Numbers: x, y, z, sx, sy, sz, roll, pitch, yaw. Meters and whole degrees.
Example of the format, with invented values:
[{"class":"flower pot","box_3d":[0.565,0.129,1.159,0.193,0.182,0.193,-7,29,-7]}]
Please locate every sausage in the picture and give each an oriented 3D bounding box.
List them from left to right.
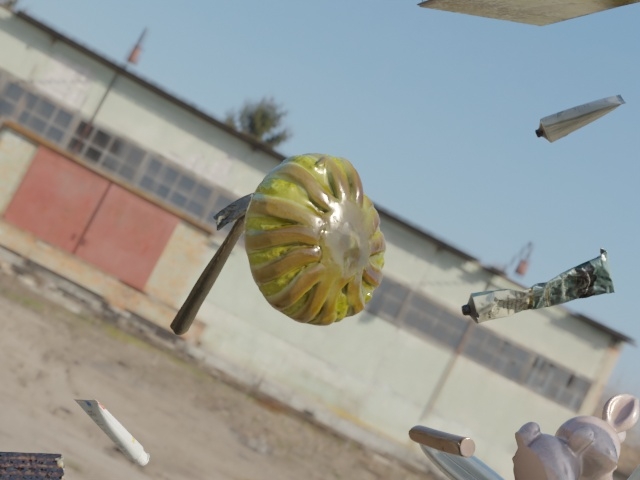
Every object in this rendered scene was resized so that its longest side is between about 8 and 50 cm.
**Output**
[{"class":"sausage","box_3d":[0.147,0.245,1.504,0.026,0.026,0.116,30,-13,-27]}]

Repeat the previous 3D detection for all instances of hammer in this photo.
[{"class":"hammer","box_3d":[-0.151,0.037,1.801,0.125,0.297,0.027,-17,59,-46]}]

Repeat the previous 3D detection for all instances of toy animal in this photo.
[{"class":"toy animal","box_3d":[0.368,0.285,1.663,0.212,0.124,0.124,-19,16,-23]}]

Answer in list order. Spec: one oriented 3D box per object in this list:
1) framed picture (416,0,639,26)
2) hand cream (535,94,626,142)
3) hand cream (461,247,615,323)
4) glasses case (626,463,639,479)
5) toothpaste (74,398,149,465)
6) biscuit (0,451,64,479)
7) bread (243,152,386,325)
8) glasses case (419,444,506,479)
[{"class":"framed picture","box_3d":[0.346,-0.400,2.048,0.255,0.014,0.338,4,0,-21]},{"class":"hand cream","box_3d":[0.523,-0.250,2.478,0.087,0.186,0.054,-74,139,-72]},{"class":"hand cream","box_3d":[0.343,0.079,1.949,0.075,0.248,0.052,77,-6,-48]},{"class":"glasses case","box_3d":[0.599,0.374,2.010,0.076,0.336,0.144,35,-8,42]},{"class":"toothpaste","box_3d":[-0.346,0.321,2.067,0.048,0.031,0.190,-2,-42,32]},{"class":"biscuit","box_3d":[-0.595,0.440,2.299,0.252,0.070,0.106,4,-22,-9]},{"class":"bread","box_3d":[0.000,0.000,1.484,0.104,0.213,0.213,5,-20,48]},{"class":"glasses case","box_3d":[0.226,0.344,1.768,0.197,0.049,0.076,36,-4,18]}]
